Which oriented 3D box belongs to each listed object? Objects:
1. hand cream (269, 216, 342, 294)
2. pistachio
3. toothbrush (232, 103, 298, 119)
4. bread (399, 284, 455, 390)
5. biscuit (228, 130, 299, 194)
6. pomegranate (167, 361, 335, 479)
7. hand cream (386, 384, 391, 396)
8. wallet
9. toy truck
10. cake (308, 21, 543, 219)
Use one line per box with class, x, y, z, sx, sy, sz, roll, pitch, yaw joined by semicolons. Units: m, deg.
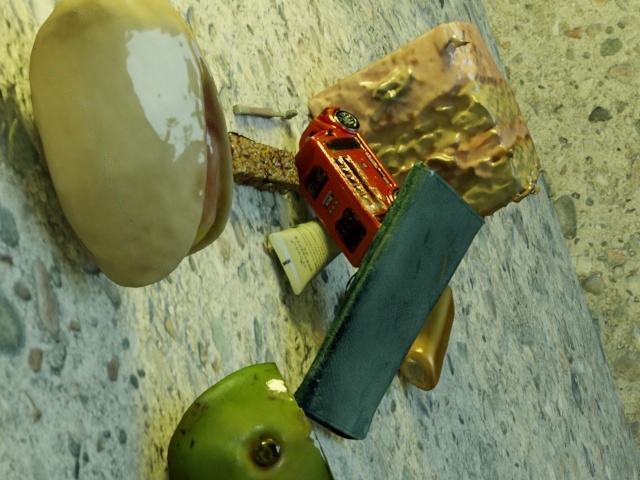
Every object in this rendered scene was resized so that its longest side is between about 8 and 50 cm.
hand cream;0.000;0.000;1.665;0.095;0.059;0.276;65;27;-4
pistachio;-0.185;-0.112;1.116;0.187;0.187;0.299;-45;121;-65
toothbrush;-0.079;-0.188;1.644;0.194;0.017;0.014;-10;79;-65
bread;0.185;0.165;1.964;0.239;0.074;0.092;-64;150;-57
biscuit;-0.085;-0.105;1.549;0.199;0.034;0.064;10;66;-65
pomegranate;-0.085;0.227;1.194;0.241;0.159;0.190;-123;-169;-56
hand cream;0.086;0.151;1.773;0.095;0.046;0.175;-76;145;-55
wallet;0.093;0.092;1.559;0.191;0.046;0.379;37;80;-50
toy truck;0.037;-0.081;1.651;0.114;0.107;0.252;-10;54;-42
cake;0.182;-0.172;1.890;0.307;0.314;0.293;63;21;-4
